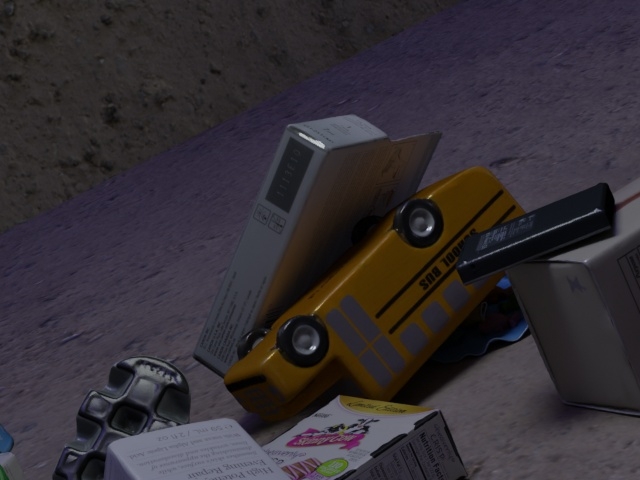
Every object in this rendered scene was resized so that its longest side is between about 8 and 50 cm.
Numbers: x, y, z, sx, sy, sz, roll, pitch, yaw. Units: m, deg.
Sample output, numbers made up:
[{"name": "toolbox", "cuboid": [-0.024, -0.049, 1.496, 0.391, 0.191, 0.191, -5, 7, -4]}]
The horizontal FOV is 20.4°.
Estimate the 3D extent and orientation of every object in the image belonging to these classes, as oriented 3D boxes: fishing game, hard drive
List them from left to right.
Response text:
[{"name": "fishing game", "cuboid": [0.168, 0.069, 1.847, 0.264, 0.041, 0.189, -15, 19, 29]}, {"name": "hard drive", "cuboid": [0.185, -0.007, 1.522, 0.135, 0.022, 0.094, -23, 10, 16]}]

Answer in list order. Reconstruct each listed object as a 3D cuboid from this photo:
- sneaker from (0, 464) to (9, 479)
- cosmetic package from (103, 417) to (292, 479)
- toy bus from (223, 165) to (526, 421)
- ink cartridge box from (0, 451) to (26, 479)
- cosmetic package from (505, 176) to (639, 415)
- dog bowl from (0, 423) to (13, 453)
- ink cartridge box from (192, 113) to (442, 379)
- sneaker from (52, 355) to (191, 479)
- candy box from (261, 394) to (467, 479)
[{"name": "sneaker", "cuboid": [-0.359, 0.276, 1.687, 0.109, 0.123, 0.295, 13, 25, 3]}, {"name": "cosmetic package", "cuboid": [-0.061, 0.228, 1.297, 0.117, 0.085, 0.231, -10, 30, -32]}, {"name": "toy bus", "cuboid": [0.060, 0.062, 1.754, 0.333, 0.130, 0.108, -45, 11, -27]}, {"name": "ink cartridge box", "cuboid": [-0.385, 0.285, 1.873, 0.099, 0.056, 0.135, -11, 19, 37]}, {"name": "cosmetic package", "cuboid": [0.328, 0.016, 1.564, 0.296, 0.153, 0.129, -29, 13, -26]}, {"name": "dog bowl", "cuboid": [-0.465, 0.264, 2.045, 0.166, 0.074, 0.297, -19, 14, 15]}, {"name": "ink cartridge box", "cuboid": [0.000, 0.000, 1.841, 0.060, 0.275, 0.239, 32, 23, 22]}, {"name": "sneaker", "cuboid": [-0.207, 0.271, 1.562, 0.122, 0.146, 0.330, 26, 60, 16]}, {"name": "candy box", "cuboid": [-0.014, 0.221, 1.501, 0.233, 0.071, 0.159, -31, 16, -29]}]
